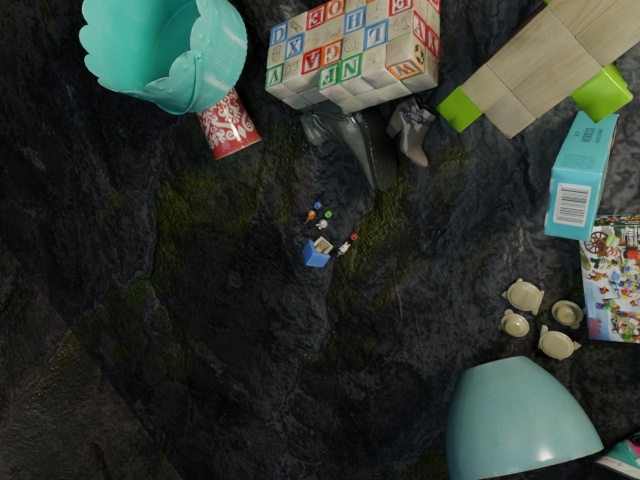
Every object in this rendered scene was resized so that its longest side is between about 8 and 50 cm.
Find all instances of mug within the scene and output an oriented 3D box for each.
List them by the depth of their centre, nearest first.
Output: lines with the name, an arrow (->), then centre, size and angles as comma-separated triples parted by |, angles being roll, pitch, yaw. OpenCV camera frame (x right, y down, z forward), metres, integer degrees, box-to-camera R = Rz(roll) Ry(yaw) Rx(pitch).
mug -> -0.225, -0.266, 1.190 | 0.150, 0.113, 0.169 | -14, 107, 37

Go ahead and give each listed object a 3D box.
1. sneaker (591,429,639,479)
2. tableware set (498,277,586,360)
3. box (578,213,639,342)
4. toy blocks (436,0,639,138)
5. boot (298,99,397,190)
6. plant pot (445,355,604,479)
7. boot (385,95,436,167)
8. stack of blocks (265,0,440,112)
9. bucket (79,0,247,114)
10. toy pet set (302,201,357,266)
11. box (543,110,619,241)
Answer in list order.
sneaker -> 0.660, 0.416, 0.984 | 0.124, 0.178, 0.295 | 61, 161, -14
tableware set -> 0.428, 0.154, 1.081 | 0.168, 0.020, 0.141 | 25, 128, 20
box -> 0.532, 0.067, 0.937 | 0.159, 0.044, 0.233 | -1, 118, 35
toy blocks -> 0.350, -0.297, 0.695 | 0.191, 0.261, 0.381 | 45, 140, -2
boot -> 0.045, -0.206, 1.076 | 0.161, 0.083, 0.247 | -9, 106, 43
plant pot -> 0.372, 0.341, 1.099 | 0.290, 0.290, 0.196 | -33, 61, 43
boot -> 0.178, -0.199, 1.009 | 0.118, 0.042, 0.087 | 43, 126, -6
stack of blocks -> 0.045, -0.311, 0.929 | 0.297, 0.087, 0.171 | -7, 71, 38
bucket -> -0.285, -0.379, 1.037 | 0.281, 0.183, 0.281 | -3, 84, 26
toy pet set -> 0.000, 0.000, 1.238 | 0.122, 0.065, 0.114 | 40, 133, 6
box -> 0.377, -0.100, 0.795 | 0.060, 0.244, 0.101 | 12, 124, 27
